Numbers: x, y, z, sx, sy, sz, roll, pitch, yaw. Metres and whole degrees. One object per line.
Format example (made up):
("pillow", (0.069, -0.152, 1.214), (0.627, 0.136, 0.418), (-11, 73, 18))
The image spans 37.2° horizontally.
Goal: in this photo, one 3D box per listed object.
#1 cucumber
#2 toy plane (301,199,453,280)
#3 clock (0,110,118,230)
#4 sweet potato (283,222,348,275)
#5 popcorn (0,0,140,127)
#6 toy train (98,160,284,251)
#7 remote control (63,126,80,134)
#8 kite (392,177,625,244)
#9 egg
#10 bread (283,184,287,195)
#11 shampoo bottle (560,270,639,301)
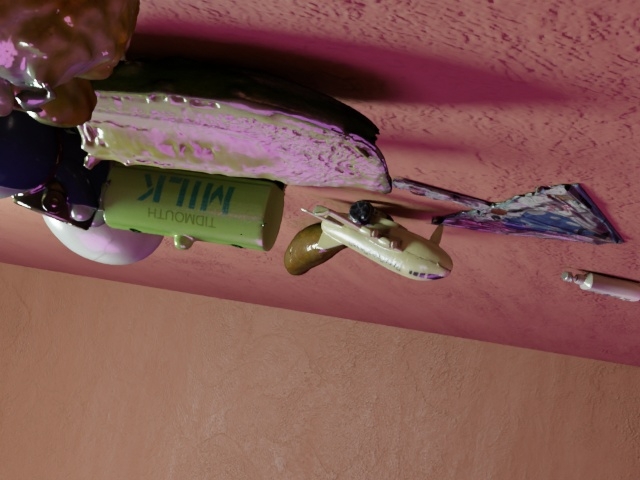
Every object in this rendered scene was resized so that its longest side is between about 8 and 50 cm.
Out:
("cucumber", (-0.083, -0.122, 0.936), (0.326, 0.105, 0.145), (9, 143, 11))
("toy plane", (0.093, -0.002, 1.417), (0.244, 0.092, 0.229), (14, 171, 33))
("clock", (-0.369, -0.106, 1.158), (0.200, 0.146, 0.243), (24, 174, 34))
("sweet potato", (0.000, 0.000, 1.638), (0.077, 0.077, 0.244), (15, 156, -21))
("popcorn", (-0.208, -0.153, 0.641), (0.198, 0.198, 0.212), (11, 140, 1))
("toy train", (-0.152, -0.065, 1.152), (0.253, 0.157, 0.105), (9, 170, 16))
("remote control", (-0.341, -0.143, 1.298), (0.065, 0.029, 0.166), (3, 163, 37))
("kite", (0.260, -0.033, 1.301), (0.369, 0.014, 0.406), (13, 170, -17))
("egg", (-0.348, -0.042, 1.528), (0.209, 0.151, 0.151), (20, 167, -29))
("bread", (-0.119, -0.073, 1.334), (0.128, 0.069, 0.140), (16, 173, -20))
("shampoo bottle", (0.479, 0.075, 1.623), (0.141, 0.034, 0.049), (14, 177, -12))
